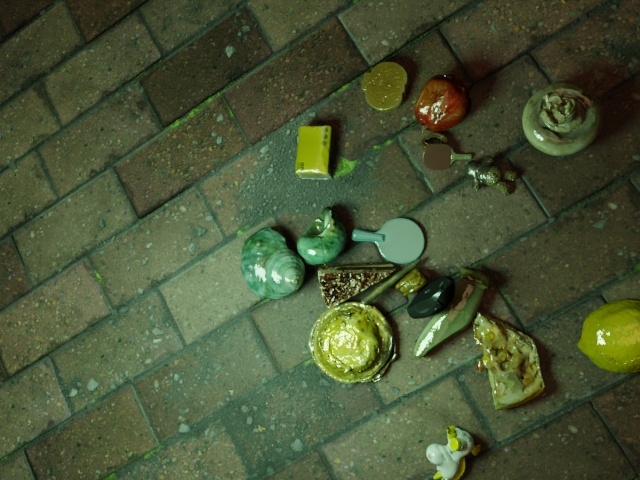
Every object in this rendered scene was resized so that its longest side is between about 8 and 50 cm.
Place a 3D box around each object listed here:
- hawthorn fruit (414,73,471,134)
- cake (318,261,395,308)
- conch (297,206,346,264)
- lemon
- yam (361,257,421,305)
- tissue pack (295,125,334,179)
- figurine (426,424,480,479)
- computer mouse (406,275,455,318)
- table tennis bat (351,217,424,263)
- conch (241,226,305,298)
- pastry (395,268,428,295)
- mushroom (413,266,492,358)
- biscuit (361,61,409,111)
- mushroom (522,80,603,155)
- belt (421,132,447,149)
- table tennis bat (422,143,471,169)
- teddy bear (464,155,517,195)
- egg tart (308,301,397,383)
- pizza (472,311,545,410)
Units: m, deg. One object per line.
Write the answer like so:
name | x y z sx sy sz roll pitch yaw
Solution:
hawthorn fruit | 0.384 -0.437 1.734 0.179 0.173 0.173 -19 79 8
cake | 0.117 0.146 1.749 0.246 0.112 0.135 -3 103 0
conch | 0.003 -0.001 1.788 0.188 0.122 0.176 -38 50 6
lemon | 0.849 0.263 1.515 0.260 0.204 0.204 -21 79 11
yam | 0.224 0.127 1.726 0.234 0.027 0.029 -37 58 -4
tissue pack | -0.019 -0.297 1.848 0.120 0.082 0.169 3 84 15
figurine | 0.390 0.647 1.636 0.130 0.109 0.178 39 96 -7
computer mouse | 0.343 0.175 1.643 0.073 0.217 0.122 43 65 -2
table tennis bat | 0.220 -0.004 1.782 0.237 0.038 0.149 7 86 10
conch | -0.149 0.090 1.791 0.277 0.195 0.220 36 108 52
pastry | 0.287 0.133 1.716 0.097 0.109 0.057 -36 86 -37
mushroom | 0.408 0.233 1.683 0.107 0.087 0.333 32 95 17
biscuit | 0.216 -0.515 1.840 0.170 0.050 0.170 -3 83 21
mushroom | 0.725 -0.368 1.635 0.227 0.178 0.226 -3 73 10
belt | 0.371 -0.320 1.785 0.083 0.036 0.059 -1 76 13
table tennis bat | 0.408 -0.270 1.765 0.157 0.013 0.087 -1 111 3
teddy bear | 0.528 -0.204 1.711 0.160 0.078 0.119 21 92 14
egg tart | 0.098 0.329 1.731 0.291 0.107 0.290 -2 83 14
pizza | 0.555 0.348 1.639 0.189 0.071 0.296 -17 79 11
